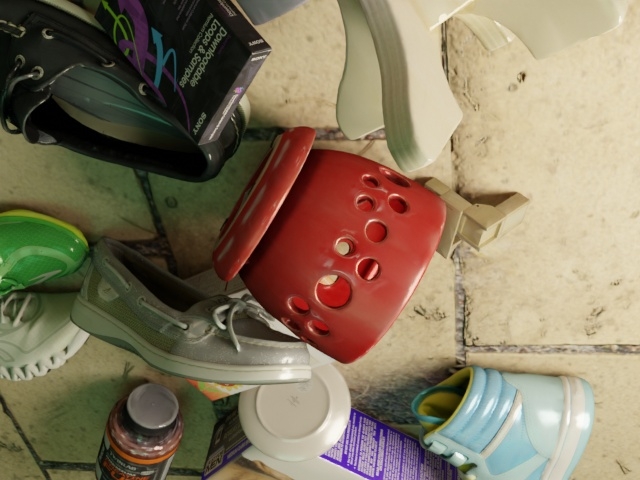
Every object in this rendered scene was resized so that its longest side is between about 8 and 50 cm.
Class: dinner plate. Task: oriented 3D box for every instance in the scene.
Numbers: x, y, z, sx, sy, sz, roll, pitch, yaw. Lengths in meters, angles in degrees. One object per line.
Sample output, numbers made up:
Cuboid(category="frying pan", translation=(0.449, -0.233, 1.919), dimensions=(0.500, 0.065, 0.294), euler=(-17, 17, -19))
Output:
Cuboid(category="dinner plate", translation=(-0.033, 0.203, 1.171), dimensions=(0.141, 0.141, 0.017), euler=(5, 158, 5))

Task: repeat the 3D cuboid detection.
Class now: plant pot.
Cuboid(category="plant pot", translation=(0.000, 0.000, 0.913), dimensions=(0.174, 0.191, 0.191), euler=(29, 133, -9))

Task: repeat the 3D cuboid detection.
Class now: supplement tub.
Cuboid(category="supplement tub", translation=(-0.250, 0.278, 1.310), dimensions=(0.106, 0.106, 0.198), euler=(17, 136, -7))

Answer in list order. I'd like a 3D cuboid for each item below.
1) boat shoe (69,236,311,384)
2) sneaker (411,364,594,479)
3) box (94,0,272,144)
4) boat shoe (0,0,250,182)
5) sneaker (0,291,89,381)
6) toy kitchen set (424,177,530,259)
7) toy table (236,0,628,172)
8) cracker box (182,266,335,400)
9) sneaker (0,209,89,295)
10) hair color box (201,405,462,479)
Cuboid(category="boat shoe", translation=(-0.142, 0.078, 1.001), dimensions=(0.320, 0.103, 0.118), euler=(16, -174, 39))
Cuboid(category="sneaker", translation=(0.198, 0.287, 1.205), dimensions=(0.208, 0.127, 0.319), euler=(14, 114, -2))
Cuboid(category="box", translation=(-0.122, -0.178, 0.807), dimensions=(0.162, 0.029, 0.116), euler=(49, 133, 12))
Cuboid(category="boat shoe", translation=(-0.237, -0.135, 0.874), dimensions=(0.340, 0.113, 0.127), euler=(22, 136, -12))
Cuboid(category="sneaker", translation=(-0.402, 0.107, 1.167), dimensions=(0.292, 0.110, 0.118), euler=(-14, 123, 22))
Cuboid(category="toy kitchen set", translation=(0.154, -0.025, 0.980), dimensions=(0.083, 0.075, 0.068), euler=(40, 140, 27))
Cuboid(category="toy table", translation=(0.078, -0.182, 0.695), dimensions=(0.274, 0.252, 0.161), euler=(-12, 121, 52))
Cuboid(category="cracker box", translation=(-0.085, 0.099, 1.123), dimensions=(0.232, 0.067, 0.156), euler=(-21, 128, 29))
Cuboid(category="sneaker", translation=(-0.403, 0.051, 1.064), dimensions=(0.295, 0.123, 0.109), euler=(-13, 144, -2))
Cuboid(category="hair color box", translation=(0.028, 0.328, 1.313), dimensions=(0.339, 0.110, 0.185), euler=(30, 134, -18))
